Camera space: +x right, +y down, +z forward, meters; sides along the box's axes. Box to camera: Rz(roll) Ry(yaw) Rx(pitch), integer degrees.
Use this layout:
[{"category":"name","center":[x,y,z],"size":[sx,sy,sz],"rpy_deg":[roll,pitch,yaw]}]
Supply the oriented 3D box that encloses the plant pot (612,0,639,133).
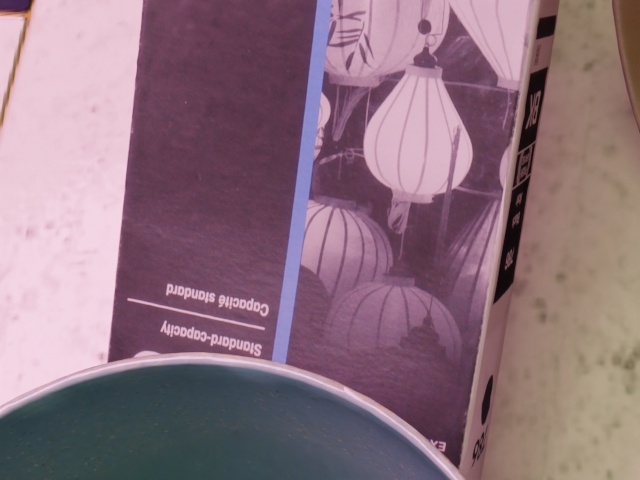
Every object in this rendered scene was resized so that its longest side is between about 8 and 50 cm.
[{"category":"plant pot","center":[0.296,-0.086,0.532],"size":[0.274,0.256,0.256],"rpy_deg":[-22,66,-8]}]

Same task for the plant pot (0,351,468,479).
[{"category":"plant pot","center":[-0.035,0.214,0.529],"size":[0.290,0.195,0.290],"rpy_deg":[-8,60,15]}]

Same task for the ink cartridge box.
[{"category":"ink cartridge box","center":[0.000,0.000,0.591],"size":[0.165,0.065,0.333],"rpy_deg":[10,105,15]}]
